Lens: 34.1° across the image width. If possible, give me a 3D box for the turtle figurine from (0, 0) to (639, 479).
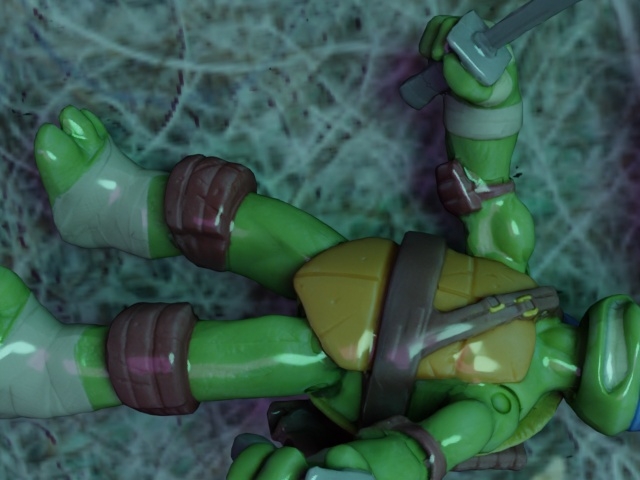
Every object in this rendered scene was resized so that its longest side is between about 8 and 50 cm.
[{"bbox_3d":[0.000,0.000,0.374,0.266,0.275,0.198,5,87,15],"label":"turtle figurine"}]
